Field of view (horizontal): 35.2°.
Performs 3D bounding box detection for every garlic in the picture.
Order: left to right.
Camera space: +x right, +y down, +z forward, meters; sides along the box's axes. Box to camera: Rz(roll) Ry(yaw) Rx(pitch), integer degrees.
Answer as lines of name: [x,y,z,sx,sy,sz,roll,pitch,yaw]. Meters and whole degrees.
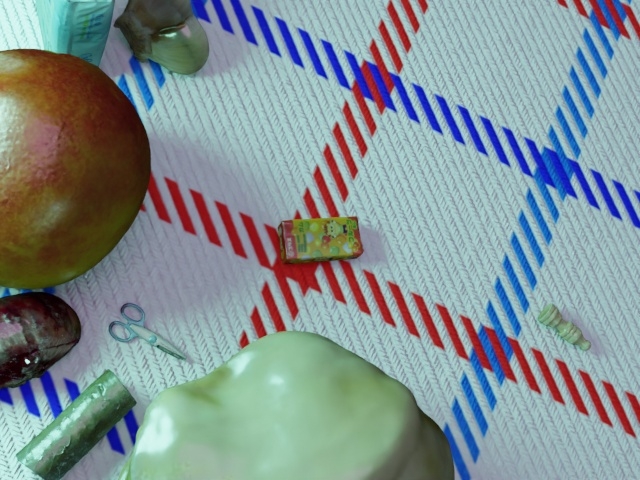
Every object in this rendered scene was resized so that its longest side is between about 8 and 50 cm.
garlic: [-0.234,-0.335,1.544,0.174,0.124,0.099,55,51,-21]

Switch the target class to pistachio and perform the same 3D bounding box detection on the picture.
pistachio: [-0.036,0.301,1.302,0.445,0.281,0.365,0,67,-17]

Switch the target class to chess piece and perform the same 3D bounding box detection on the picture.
chess piece: [0.386,0.140,1.582,0.092,0.035,0.035,40,69,-3]

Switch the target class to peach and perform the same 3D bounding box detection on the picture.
peach: [-0.391,-0.088,1.339,0.332,0.308,0.308,-40,85,-16]

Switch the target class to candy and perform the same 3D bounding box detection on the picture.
candy: [0.000,0.000,1.532,0.121,0.038,0.062,-4,74,-14]

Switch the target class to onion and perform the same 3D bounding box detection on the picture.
onion: [-0.434,0.123,1.364,0.206,0.098,0.151,-29,83,-19]

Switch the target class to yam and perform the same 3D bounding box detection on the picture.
yam: [-0.328,0.254,1.366,0.068,0.068,0.169,46,68,3]

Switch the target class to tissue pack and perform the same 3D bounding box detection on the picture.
tissue pack: [-0.354,-0.355,1.439,0.089,0.263,0.177,-9,76,-19]

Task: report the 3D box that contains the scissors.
scissors: [-0.244,0.139,1.446,0.119,0.014,0.058,33,73,2]
